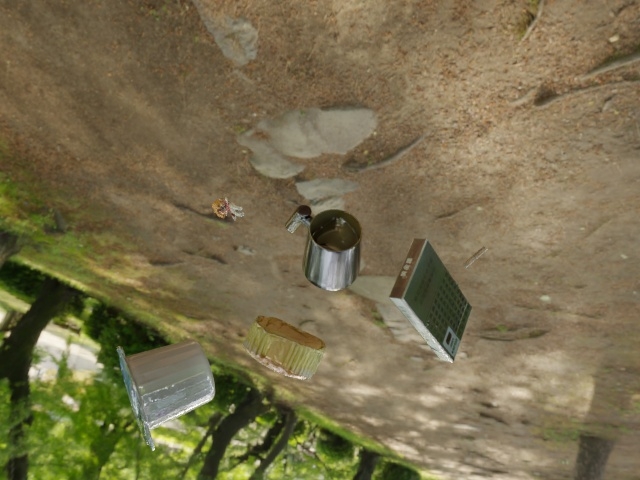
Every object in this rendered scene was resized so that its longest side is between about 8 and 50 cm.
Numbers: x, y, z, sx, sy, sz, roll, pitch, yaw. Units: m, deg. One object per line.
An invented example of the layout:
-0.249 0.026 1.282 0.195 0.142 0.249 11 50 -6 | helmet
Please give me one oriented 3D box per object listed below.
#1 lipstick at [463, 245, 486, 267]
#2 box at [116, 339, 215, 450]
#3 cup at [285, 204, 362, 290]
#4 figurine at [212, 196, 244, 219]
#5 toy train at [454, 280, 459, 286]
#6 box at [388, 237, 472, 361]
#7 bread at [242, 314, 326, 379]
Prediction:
0.532 0.057 1.712 0.094 0.019 0.019 -44 131 12 | lipstick
-0.400 0.392 1.332 0.207 0.291 0.262 -18 128 -29 | box
-0.001 0.014 1.358 0.240 0.165 0.176 14 146 7 | cup
-0.227 -0.079 1.214 0.109 0.047 0.064 17 131 46 | figurine
0.481 0.190 1.986 0.148 0.038 0.070 4 113 33 | toy train
0.294 0.161 1.284 0.047 0.180 0.325 2 144 42 | box
-0.117 0.339 1.568 0.250 0.133 0.179 22 -178 2 | bread
